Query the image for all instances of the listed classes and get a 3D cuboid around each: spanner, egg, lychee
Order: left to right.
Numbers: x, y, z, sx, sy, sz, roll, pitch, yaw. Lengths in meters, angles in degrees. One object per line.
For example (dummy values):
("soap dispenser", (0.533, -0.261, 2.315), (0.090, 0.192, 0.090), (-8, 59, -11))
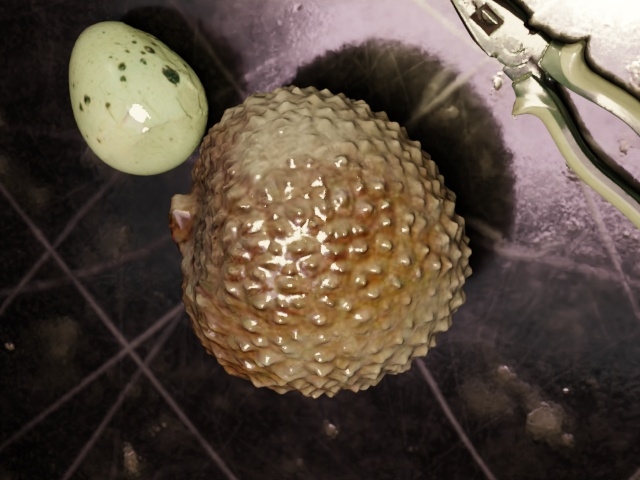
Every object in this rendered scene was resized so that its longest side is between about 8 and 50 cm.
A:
("egg", (-0.182, -0.143, 1.669), (0.131, 0.131, 0.164), (-31, 88, 23))
("lychee", (-0.002, -0.005, 1.575), (0.300, 0.300, 0.300), (5, 107, 16))
("spanner", (0.236, -0.128, 1.591), (0.325, 0.040, 0.095), (45, 113, -1))
